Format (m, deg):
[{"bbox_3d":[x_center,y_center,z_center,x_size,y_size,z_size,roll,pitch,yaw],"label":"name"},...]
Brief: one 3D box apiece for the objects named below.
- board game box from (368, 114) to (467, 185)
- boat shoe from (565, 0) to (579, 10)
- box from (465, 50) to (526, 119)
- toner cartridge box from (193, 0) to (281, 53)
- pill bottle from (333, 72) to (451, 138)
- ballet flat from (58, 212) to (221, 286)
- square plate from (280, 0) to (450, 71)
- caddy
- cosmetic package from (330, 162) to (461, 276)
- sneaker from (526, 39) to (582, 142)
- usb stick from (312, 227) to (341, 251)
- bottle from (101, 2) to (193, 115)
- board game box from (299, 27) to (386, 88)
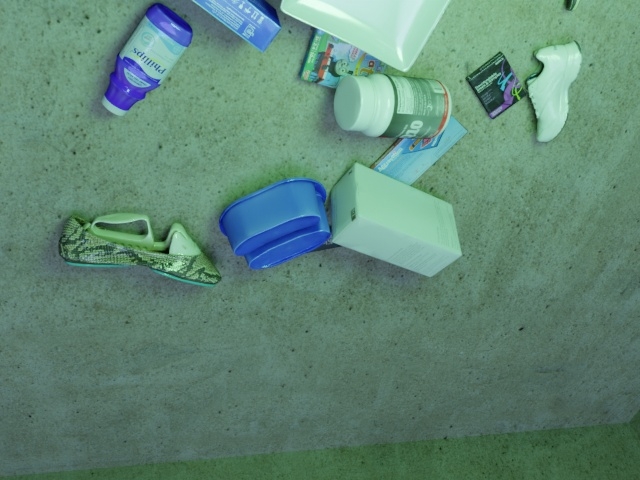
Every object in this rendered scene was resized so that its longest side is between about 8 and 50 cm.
[{"bbox_3d":[0.295,-0.274,1.575,0.145,0.027,0.281,32,115,-32],"label":"board game box"},{"bbox_3d":[0.642,-0.669,1.330,0.049,0.056,0.152,-6,119,-1],"label":"boat shoe"},{"bbox_3d":[0.505,-0.441,1.489,0.116,0.029,0.162,-37,124,17],"label":"box"},{"bbox_3d":[-0.250,-0.570,1.143,0.348,0.165,0.075,30,116,-29],"label":"toner cartridge box"},{"bbox_3d":[0.188,-0.351,1.366,0.283,0.161,0.161,-4,130,-29],"label":"pill bottle"},{"bbox_3d":[-0.520,0.016,1.561,0.483,0.164,0.182,12,104,-18],"label":"ballet flat"},{"bbox_3d":[0.135,-0.589,1.121,0.347,0.049,0.344,18,123,-23],"label":"square plate"},{"bbox_3d":[-0.133,-0.062,1.558,0.341,0.179,0.241,-23,152,6],"label":"caddy"},{"bbox_3d":[0.228,-0.056,1.594,0.385,0.217,0.156,20,139,-22],"label":"cosmetic package"},{"bbox_3d":[0.655,-0.426,1.503,0.129,0.111,0.297,1,125,7],"label":"sneaker"},{"bbox_3d":[0.000,0.000,1.712,0.278,0.045,0.077,-10,129,-4],"label":"usb stick"},{"bbox_3d":[-0.430,-0.428,1.259,0.118,0.092,0.283,32,115,-32],"label":"bottle"},{"bbox_3d":[0.069,-0.476,1.362,0.212,0.039,0.160,9,125,-20],"label":"board game box"}]
